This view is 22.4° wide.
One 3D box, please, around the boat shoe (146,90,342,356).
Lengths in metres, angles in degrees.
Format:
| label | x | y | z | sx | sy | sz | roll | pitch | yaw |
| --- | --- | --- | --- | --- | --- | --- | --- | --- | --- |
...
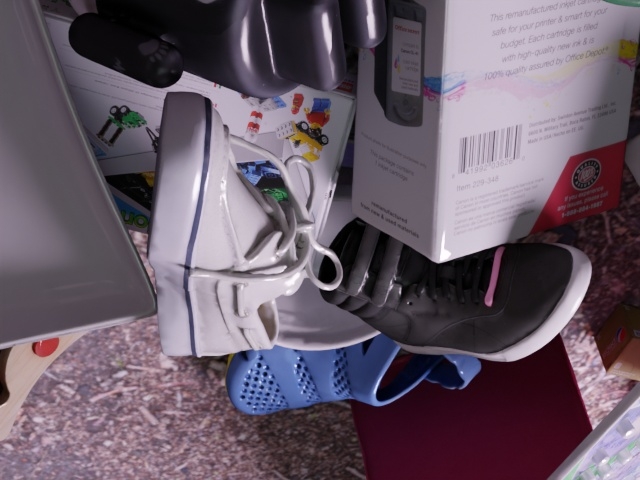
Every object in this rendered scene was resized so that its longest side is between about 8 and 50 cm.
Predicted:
| label | x | y | z | sx | sy | sz | roll | pitch | yaw |
| --- | --- | --- | --- | --- | --- | --- | --- | --- | --- |
| boat shoe | -0.058 | 0.003 | 1.338 | 0.156 | 0.136 | 0.367 | 3 | 149 | -1 |

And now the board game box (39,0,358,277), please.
| label | x | y | z | sx | sy | sz | roll | pitch | yaw |
| --- | --- | --- | --- | --- | --- | --- | --- | --- | --- |
| board game box | -0.132 | -0.094 | 1.448 | 0.305 | 0.053 | 0.193 | 16 | 121 | 0 |

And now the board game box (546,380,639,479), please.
| label | x | y | z | sx | sy | sz | roll | pitch | yaw |
| --- | --- | --- | --- | --- | --- | --- | --- | --- | --- |
| board game box | 0.400 | 0.129 | 1.508 | 0.390 | 0.050 | 0.390 | -9 | 143 | -49 |

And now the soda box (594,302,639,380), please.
| label | x | y | z | sx | sy | sz | roll | pitch | yaw |
| --- | --- | --- | --- | --- | --- | --- | --- | --- | --- |
| soda box | 0.407 | 0.128 | 1.834 | 0.181 | 0.058 | 0.061 | 14 | 128 | -21 |

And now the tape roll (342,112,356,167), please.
| label | x | y | z | sx | sy | sz | roll | pitch | yaw |
| --- | --- | --- | --- | --- | --- | --- | --- | --- | --- |
| tape roll | 0.045 | -0.163 | 1.489 | 0.189 | 0.080 | 0.189 | -5 | 132 | -6 |

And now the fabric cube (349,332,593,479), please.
| label | x | y | z | sx | sy | sz | roll | pitch | yaw |
| --- | --- | --- | --- | --- | --- | --- | --- | --- | --- |
| fabric cube | 0.196 | 0.283 | 1.801 | 0.254 | 0.259 | 0.258 | -17 | 132 | 7 |

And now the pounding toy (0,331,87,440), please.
| label | x | y | z | sx | sy | sz | roll | pitch | yaw |
| --- | --- | --- | --- | --- | --- | --- | --- | --- | --- |
| pounding toy | -0.304 | 0.047 | 1.606 | 0.154 | 0.155 | 0.269 | 20 | 103 | -52 |

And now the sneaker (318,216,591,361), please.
| label | x | y | z | sx | sy | sz | roll | pitch | yaw |
| --- | --- | --- | --- | --- | --- | --- | --- | --- | --- |
| sneaker | 0.103 | 0.036 | 1.445 | 0.147 | 0.105 | 0.295 | 28 | 160 | -26 |

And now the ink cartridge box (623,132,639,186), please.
| label | x | y | z | sx | sy | sz | roll | pitch | yaw |
| --- | --- | --- | --- | --- | --- | --- | --- | --- | --- |
| ink cartridge box | 0.503 | -0.128 | 1.424 | 0.384 | 0.160 | 0.279 | -36 | 165 | 35 |

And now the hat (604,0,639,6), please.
| label | x | y | z | sx | sy | sz | roll | pitch | yaw |
| --- | --- | --- | --- | --- | --- | --- | --- | --- | --- |
| hat | 0.265 | -0.313 | 1.295 | 0.208 | 0.183 | 0.173 | -36 | 117 | 20 |

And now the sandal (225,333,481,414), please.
| label | x | y | z | sx | sy | sz | roll | pitch | yaw |
| --- | --- | --- | --- | --- | --- | --- | --- | --- | --- |
| sandal | 0.045 | 0.119 | 1.709 | 0.317 | 0.138 | 0.126 | -22 | 134 | 12 |

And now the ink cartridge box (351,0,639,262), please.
| label | x | y | z | sx | sy | sz | roll | pitch | yaw |
| --- | --- | --- | --- | --- | --- | --- | --- | --- | --- |
| ink cartridge box | 0.152 | -0.161 | 1.373 | 0.226 | 0.131 | 0.306 | -14 | 118 | -33 |

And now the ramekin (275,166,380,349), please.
| label | x | y | z | sx | sy | sz | roll | pitch | yaw |
| --- | --- | --- | --- | --- | --- | --- | --- | --- | --- |
| ramekin | 0.000 | 0.000 | 1.610 | 0.207 | 0.109 | 0.207 | -5 | 133 | -6 |

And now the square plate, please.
| label | x | y | z | sx | sy | sz | roll | pitch | yaw |
| --- | --- | --- | --- | --- | --- | --- | --- | --- | --- |
| square plate | -0.349 | -0.058 | 1.437 | 0.344 | 0.049 | 0.347 | -13 | 110 | 19 |

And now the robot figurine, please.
| label | x | y | z | sx | sy | sz | roll | pitch | yaw |
| --- | --- | --- | --- | --- | --- | --- | --- | --- | --- |
| robot figurine | -0.083 | -0.214 | 1.299 | 0.209 | 0.278 | 0.174 | -9 | 118 | -59 |
